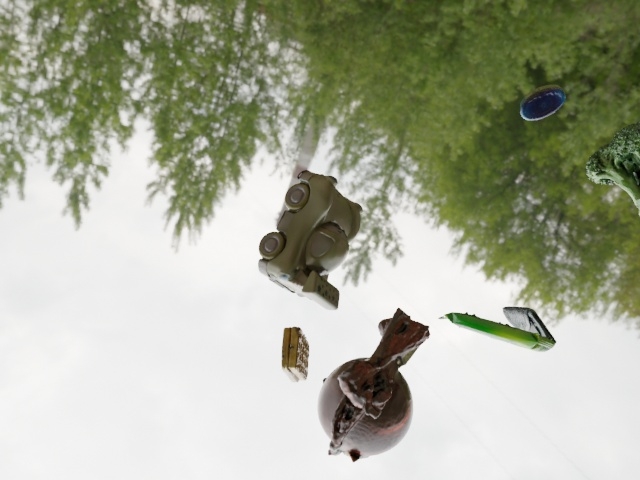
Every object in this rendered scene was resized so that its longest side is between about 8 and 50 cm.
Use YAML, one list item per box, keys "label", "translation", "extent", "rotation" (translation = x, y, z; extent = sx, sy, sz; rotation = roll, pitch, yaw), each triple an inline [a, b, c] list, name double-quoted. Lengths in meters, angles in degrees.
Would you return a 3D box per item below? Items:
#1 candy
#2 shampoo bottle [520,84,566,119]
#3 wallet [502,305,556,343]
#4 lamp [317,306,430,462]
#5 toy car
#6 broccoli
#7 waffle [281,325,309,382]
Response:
- label: "candy"
  translation: [0.302, 0.155, 1.116]
  extent: [0.178, 0.032, 0.102]
  rotation: [14, 173, 36]
- label: "shampoo bottle"
  translation: [0.440, -0.278, 1.290]
  extent: [0.050, 0.087, 0.183]
  rotation: [61, -158, -6]
- label: "wallet"
  translation: [0.421, 0.173, 1.325]
  extent: [0.088, 0.026, 0.129]
  rotation: [54, 171, -3]
- label: "lamp"
  translation: [0.088, 0.240, 1.014]
  extent: [0.151, 0.223, 0.215]
  rotation: [40, -131, 2]
- label: "toy car"
  translation: [0.000, 0.000, 1.851]
  extent: [0.226, 0.336, 0.242]
  rotation: [22, 169, 35]
- label: "broccoli"
  translation: [0.765, -0.174, 1.494]
  extent: [0.269, 0.261, 0.242]
  rotation: [39, -132, -35]
- label: "waffle"
  translation: [-0.057, 0.264, 1.491]
  extent: [0.042, 0.102, 0.148]
  rotation: [0, 156, 8]
